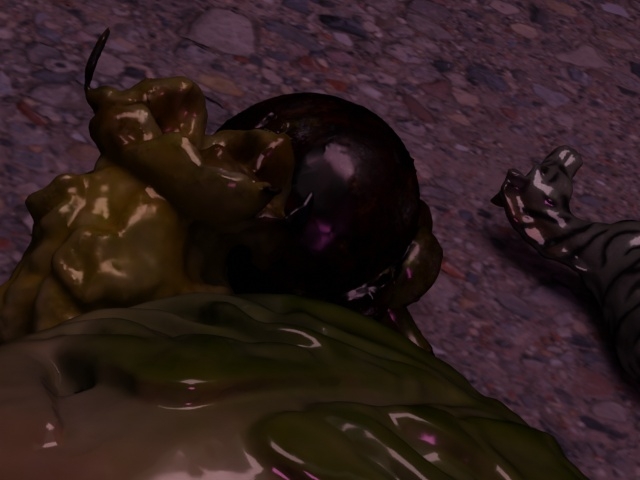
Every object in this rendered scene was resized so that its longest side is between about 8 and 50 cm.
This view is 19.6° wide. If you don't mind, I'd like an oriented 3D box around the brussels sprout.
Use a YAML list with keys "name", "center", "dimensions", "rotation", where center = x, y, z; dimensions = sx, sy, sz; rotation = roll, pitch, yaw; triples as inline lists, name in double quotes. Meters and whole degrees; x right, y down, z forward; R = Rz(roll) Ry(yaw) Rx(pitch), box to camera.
- name: "brussels sprout"
  center: [-0.039, 0.161, 0.744]
  dimensions: [0.289, 0.281, 0.355]
  rotation: [34, 2, 30]

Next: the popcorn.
- name: "popcorn"
  center: [-0.109, 0.009, 1.050]
  dimensions: [0.173, 0.195, 0.168]
  rotation: [42, 27, 22]

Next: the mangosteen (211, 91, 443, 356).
- name: "mangosteen"
  center: [-0.003, -0.011, 1.209]
  dimensions: [0.184, 0.172, 0.172]
  rotation: [31, 18, -45]

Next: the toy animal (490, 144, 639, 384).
- name: "toy animal"
  center: [0.254, 0.030, 1.379]
  dimensions: [0.170, 0.089, 0.255]
  rotation: [-7, 39, -34]
